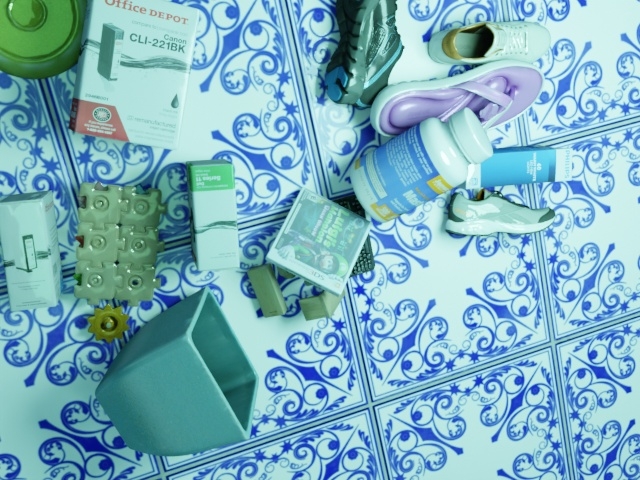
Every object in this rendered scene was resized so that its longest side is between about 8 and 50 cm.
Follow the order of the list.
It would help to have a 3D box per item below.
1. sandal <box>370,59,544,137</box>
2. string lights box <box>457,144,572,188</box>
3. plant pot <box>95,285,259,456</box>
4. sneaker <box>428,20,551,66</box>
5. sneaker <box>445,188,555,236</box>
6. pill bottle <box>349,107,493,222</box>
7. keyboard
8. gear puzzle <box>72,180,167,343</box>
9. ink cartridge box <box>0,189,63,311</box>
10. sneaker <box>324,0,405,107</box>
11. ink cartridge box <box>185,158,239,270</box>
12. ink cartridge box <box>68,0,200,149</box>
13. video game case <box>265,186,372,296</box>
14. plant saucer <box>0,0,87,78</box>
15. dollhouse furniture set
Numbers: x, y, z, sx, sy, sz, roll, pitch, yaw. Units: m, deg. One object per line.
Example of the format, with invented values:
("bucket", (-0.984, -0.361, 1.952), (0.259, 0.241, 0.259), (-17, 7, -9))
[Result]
("sandal", (0.309, -0.276, 1.523), (0.415, 0.102, 0.169), (-14, 135, -14))
("string lights box", (0.414, -0.168, 1.587), (0.259, 0.133, 0.077), (-5, 101, -14))
("plant pot", (-0.297, 0.286, 1.427), (0.252, 0.247, 0.248), (-24, 107, 7))
("sneaker", (0.392, -0.423, 1.540), (0.289, 0.123, 0.106), (-10, 101, -15))
("sneaker", (0.420, -0.066, 1.630), (0.271, 0.100, 0.108), (-1, 96, -15))
("pill bottle", (0.209, -0.158, 1.461), (0.272, 0.152, 0.152), (-28, 110, 27))
("keyboard", (0.060, -0.006, 1.579), (0.108, 0.023, 0.180), (-15, 103, -12))
("gear puzzle", (-0.414, 0.049, 1.451), (0.175, 0.044, 0.339), (4, 102, -18))
("ink cartridge box", (-0.549, 0.015, 1.346), (0.085, 0.148, 0.203), (-6, 101, -12))
("sneaker", (0.108, -0.446, 1.473), (0.139, 0.125, 0.341), (6, 104, -35))
("ink cartridge box", (-0.218, -0.054, 1.423), (0.086, 0.153, 0.209), (-5, 101, -14))
("ink cartridge box", (-0.354, -0.325, 1.342), (0.196, 0.114, 0.273), (7, 98, -25))
("video game case", (0.000, 0.000, 1.495), (0.173, 0.022, 0.191), (27, 62, -3))
("plant saucer", (-0.546, -0.425, 1.321), (0.240, 0.037, 0.241), (-3, 101, -15))
("dollhouse furniture set", (-0.051, 0.094, 1.565), (0.151, 0.123, 0.144), (-13, 107, 23))
